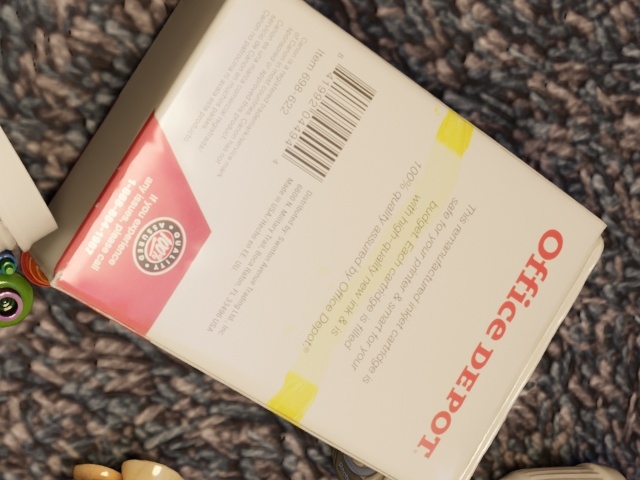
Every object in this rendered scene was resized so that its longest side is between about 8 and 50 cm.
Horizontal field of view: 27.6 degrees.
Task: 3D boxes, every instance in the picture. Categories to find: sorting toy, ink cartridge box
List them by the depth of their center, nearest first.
[{"bbox_3d":[0.000,0.000,1.075,0.384,0.160,0.279,34,86,-22],"label":"ink cartridge box"},{"bbox_3d":[-0.248,0.034,1.091,0.102,0.042,0.061,-45,117,-3],"label":"sorting toy"}]

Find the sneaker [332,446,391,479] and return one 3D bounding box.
[{"bbox_3d":[0.136,0.133,1.260,0.297,0.111,0.129,-52,133,4],"label":"sneaker"}]

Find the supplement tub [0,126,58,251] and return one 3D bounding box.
[{"bbox_3d":[-0.376,-0.012,0.917,0.324,0.235,0.235,-31,115,-10],"label":"supplement tub"}]

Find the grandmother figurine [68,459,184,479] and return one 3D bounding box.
[{"bbox_3d":[-0.213,0.357,1.080,0.104,0.207,0.342,33,56,-29],"label":"grandmother figurine"}]

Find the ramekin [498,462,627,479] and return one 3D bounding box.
[{"bbox_3d":[0.228,0.322,1.291,0.109,0.207,0.207,7,104,-14],"label":"ramekin"}]
